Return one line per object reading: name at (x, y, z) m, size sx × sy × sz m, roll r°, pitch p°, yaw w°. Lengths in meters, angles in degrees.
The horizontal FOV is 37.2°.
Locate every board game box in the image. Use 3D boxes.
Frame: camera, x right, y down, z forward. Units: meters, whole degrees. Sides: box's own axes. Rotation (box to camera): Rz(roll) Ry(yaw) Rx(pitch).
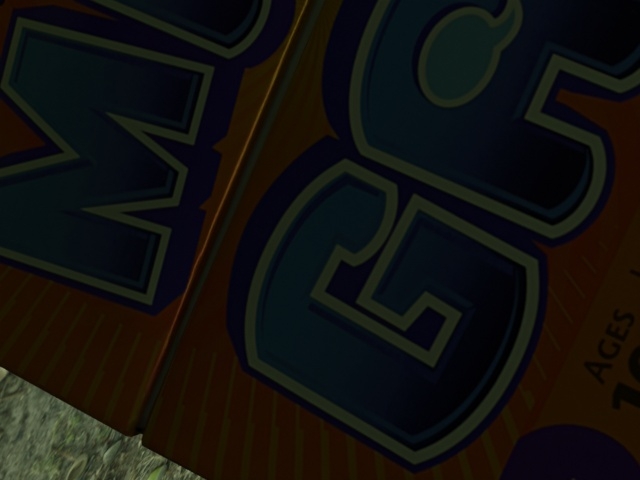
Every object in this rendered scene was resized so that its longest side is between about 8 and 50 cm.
board game box at (0.044, -0.083, 0.507) m, size 0.356 × 0.356 × 0.356 m, roll -67°, pitch 167°, yaw 6°
